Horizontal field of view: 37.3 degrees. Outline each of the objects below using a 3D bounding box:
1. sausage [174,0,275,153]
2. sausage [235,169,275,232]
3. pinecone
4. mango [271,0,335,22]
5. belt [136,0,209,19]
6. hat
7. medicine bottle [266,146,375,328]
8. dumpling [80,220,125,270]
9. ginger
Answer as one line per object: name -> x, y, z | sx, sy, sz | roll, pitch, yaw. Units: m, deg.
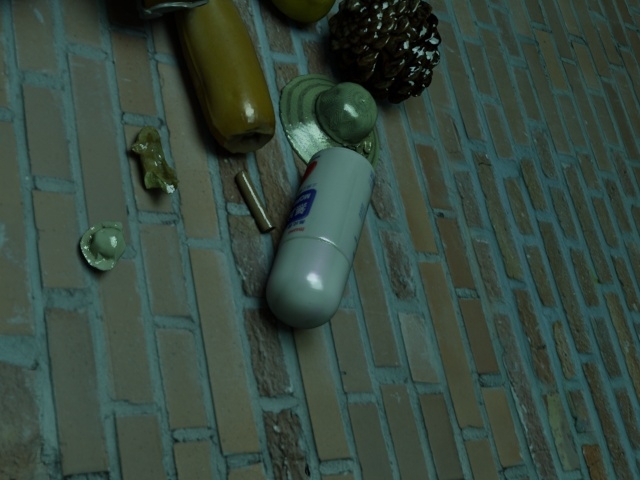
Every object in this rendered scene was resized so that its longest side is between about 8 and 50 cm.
sausage -> -0.175, -0.324, 1.665 | 0.134, 0.116, 0.354 | -5, 66, -36
sausage -> -0.113, -0.068, 1.630 | 0.026, 0.026, 0.116 | -21, 81, -46
pinecone -> 0.134, -0.392, 1.900 | 0.272, 0.224, 0.224 | 47, 39, -45
mango -> -0.054, -0.606, 1.900 | 0.253, 0.182, 0.365 | 4, 75, -43
belt -> -0.277, -0.527, 1.601 | 0.122, 0.217, 0.339 | -12, 60, -8
hat -> 0.050, -0.241, 1.817 | 0.252, 0.110, 0.252 | 20, 55, -32
medicine bottle -> 0.000, 0.000, 1.617 | 0.130, 0.130, 0.341 | 36, 48, -21
dumpling -> -0.319, 0.007, 1.396 | 0.052, 0.057, 0.076 | 22, 71, -78
ginger -> -0.266, -0.124, 1.516 | 0.057, 0.044, 0.137 | -17, 70, -16
